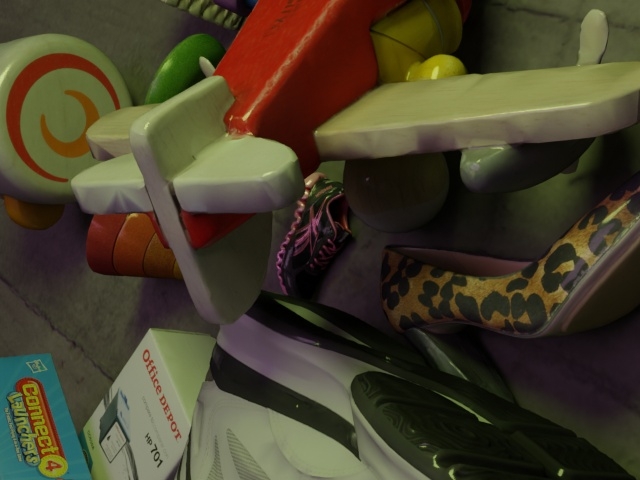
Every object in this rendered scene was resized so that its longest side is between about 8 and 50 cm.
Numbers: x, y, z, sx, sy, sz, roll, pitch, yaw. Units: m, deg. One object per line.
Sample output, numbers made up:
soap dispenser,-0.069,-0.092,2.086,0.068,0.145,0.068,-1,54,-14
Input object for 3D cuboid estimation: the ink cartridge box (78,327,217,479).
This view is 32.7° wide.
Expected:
ink cartridge box,-0.156,0.200,1.054,0.190,0.082,0.139,-55,44,26

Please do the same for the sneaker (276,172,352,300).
sneaker,0.000,0.000,0.972,0.057,0.047,0.119,13,90,38

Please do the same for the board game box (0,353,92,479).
board game box,-0.295,0.328,1.096,0.302,0.086,0.308,59,141,40

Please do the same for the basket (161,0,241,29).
basket,-0.117,-0.319,1.142,0.103,0.113,0.167,42,111,44

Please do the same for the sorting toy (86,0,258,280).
sorting toy,-0.103,-0.104,1.097,0.126,0.127,0.365,28,99,19

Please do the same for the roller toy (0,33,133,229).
roller toy,-0.325,-0.136,1.265,0.146,0.209,0.191,4,46,49

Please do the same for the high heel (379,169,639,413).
high heel,0.135,-0.002,0.772,0.186,0.093,0.261,56,129,34

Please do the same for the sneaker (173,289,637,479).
sneaker,0.030,0.210,0.702,0.447,0.169,0.257,27,100,58

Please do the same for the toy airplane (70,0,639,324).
toy airplane,0.011,-0.088,0.807,0.384,0.272,0.386,-32,38,5
